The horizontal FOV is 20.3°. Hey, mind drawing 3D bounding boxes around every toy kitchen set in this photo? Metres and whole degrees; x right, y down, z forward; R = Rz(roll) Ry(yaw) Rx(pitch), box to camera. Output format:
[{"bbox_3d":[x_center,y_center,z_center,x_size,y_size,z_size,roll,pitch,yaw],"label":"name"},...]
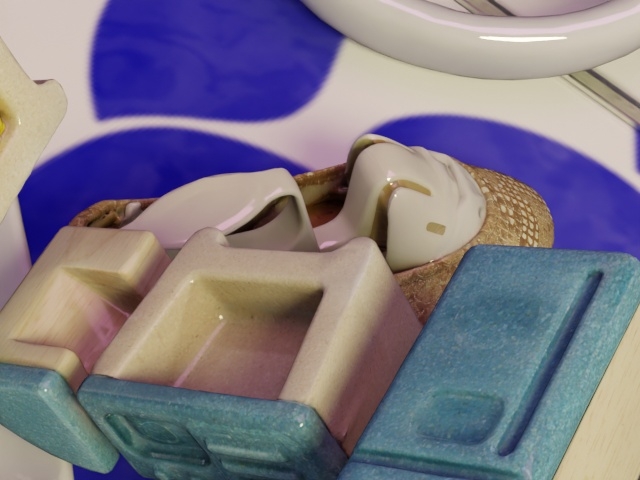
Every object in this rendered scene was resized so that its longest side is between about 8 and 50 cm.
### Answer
[{"bbox_3d":[-0.045,0.014,0.445,0.207,0.166,0.122,3,49,37],"label":"toy kitchen set"}]

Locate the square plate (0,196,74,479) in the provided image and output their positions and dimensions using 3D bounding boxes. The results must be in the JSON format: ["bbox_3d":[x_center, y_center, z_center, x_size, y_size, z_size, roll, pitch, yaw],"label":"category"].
[{"bbox_3d":[-0.278,-0.024,0.601,0.344,0.049,0.347,-5,51,-15],"label":"square plate"}]

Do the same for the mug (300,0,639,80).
[{"bbox_3d":[0.087,-0.251,0.752,0.328,0.276,0.374,10,81,-5],"label":"mug"}]

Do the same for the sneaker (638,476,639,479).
[{"bbox_3d":[0.026,0.121,0.490,0.104,0.125,0.262,25,49,10],"label":"sneaker"}]

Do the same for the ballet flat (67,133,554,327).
[{"bbox_3d":[0.000,0.000,0.627,0.206,0.067,0.073,-16,54,-24],"label":"ballet flat"}]
